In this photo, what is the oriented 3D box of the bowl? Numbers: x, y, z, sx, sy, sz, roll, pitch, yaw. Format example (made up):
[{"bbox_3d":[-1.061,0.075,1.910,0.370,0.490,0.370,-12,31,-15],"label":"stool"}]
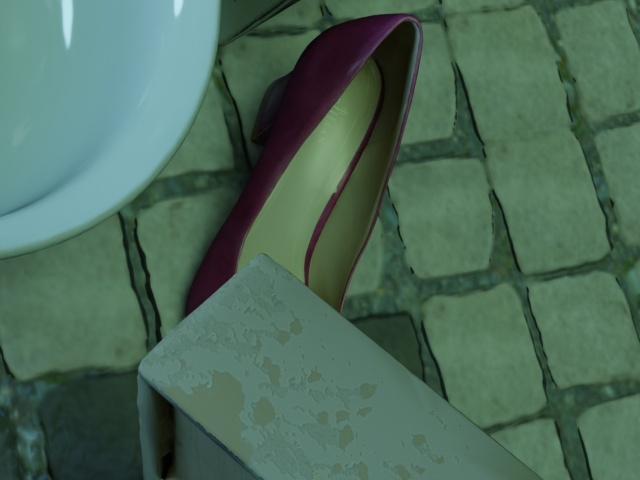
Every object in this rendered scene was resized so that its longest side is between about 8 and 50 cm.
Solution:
[{"bbox_3d":[-0.205,-0.116,0.759,0.298,0.134,0.297,11,68,-30],"label":"bowl"}]

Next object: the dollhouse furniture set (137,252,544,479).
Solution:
[{"bbox_3d":[-0.106,0.232,0.635,0.362,0.256,0.394,39,64,18],"label":"dollhouse furniture set"}]

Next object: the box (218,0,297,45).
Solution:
[{"bbox_3d":[0.027,-0.225,0.969,0.275,0.094,0.113,-35,95,-36],"label":"box"}]

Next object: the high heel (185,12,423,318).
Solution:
[{"bbox_3d":[0.000,0.000,0.864,0.082,0.117,0.244,27,62,-24],"label":"high heel"}]
